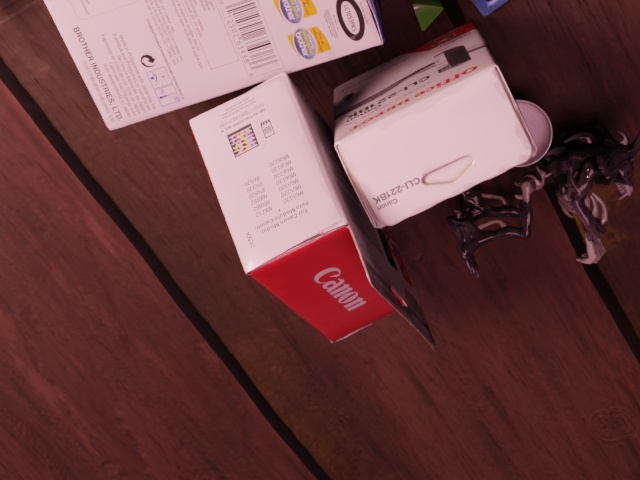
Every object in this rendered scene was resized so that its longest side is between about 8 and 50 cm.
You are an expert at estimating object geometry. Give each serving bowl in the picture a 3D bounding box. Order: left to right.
[{"bbox_3d":[0.248,-0.134,1.741,0.083,0.027,0.083,3,99,16],"label":"serving bowl"}]

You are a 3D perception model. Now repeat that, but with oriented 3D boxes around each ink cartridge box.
[{"bbox_3d":[-0.097,-0.313,1.529,0.395,0.151,0.270,-16,126,10],"label":"ink cartridge box"},{"bbox_3d":[0.000,0.000,1.621,0.130,0.272,0.309,-26,155,9],"label":"ink cartridge box"},{"bbox_3d":[0.124,-0.139,1.606,0.197,0.273,0.114,-26,108,9],"label":"ink cartridge box"}]

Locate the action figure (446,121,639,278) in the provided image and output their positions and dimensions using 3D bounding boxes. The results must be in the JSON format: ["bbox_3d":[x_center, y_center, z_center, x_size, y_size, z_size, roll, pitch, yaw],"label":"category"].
[{"bbox_3d":[0.305,-0.055,1.776,0.275,0.164,0.141,-25,114,20],"label":"action figure"}]

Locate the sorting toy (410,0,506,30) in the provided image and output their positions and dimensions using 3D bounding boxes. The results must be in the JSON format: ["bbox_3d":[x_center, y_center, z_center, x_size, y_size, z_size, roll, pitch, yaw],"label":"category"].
[{"bbox_3d":[0.122,-0.387,1.586,0.196,0.047,0.348,-23,124,7],"label":"sorting toy"}]
